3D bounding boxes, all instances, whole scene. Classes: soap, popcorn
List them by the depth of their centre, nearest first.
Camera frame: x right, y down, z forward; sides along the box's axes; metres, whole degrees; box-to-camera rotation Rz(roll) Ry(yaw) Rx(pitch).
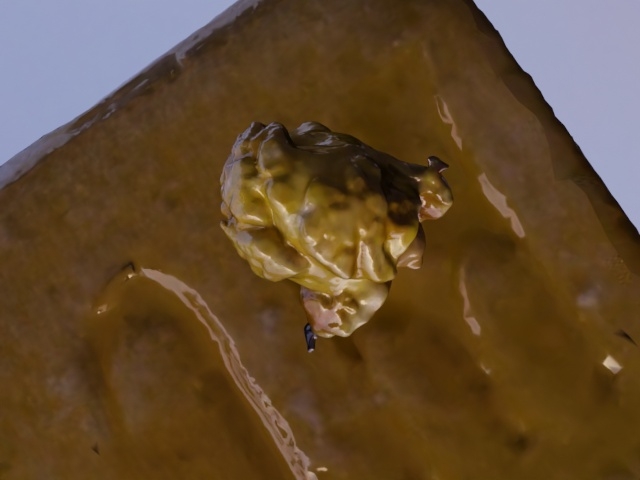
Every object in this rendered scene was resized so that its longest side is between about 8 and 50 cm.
[{"bbox_3d":[0.000,0.000,0.598,0.084,0.084,0.084,39,-148,-31],"label":"popcorn"},{"bbox_3d":[-0.009,0.059,0.756,0.293,0.335,0.156,58,-173,4],"label":"soap"}]
